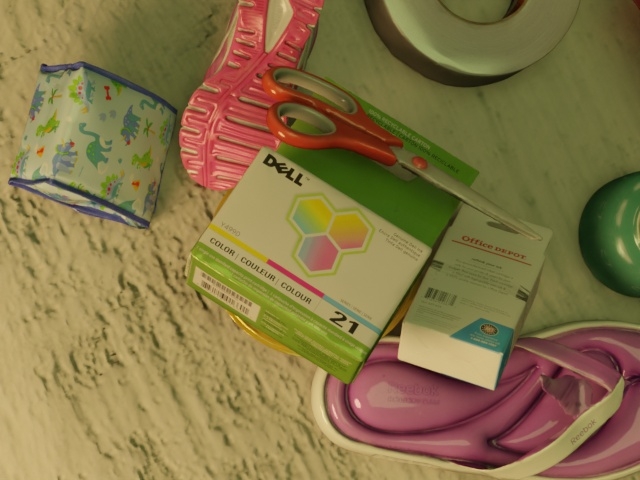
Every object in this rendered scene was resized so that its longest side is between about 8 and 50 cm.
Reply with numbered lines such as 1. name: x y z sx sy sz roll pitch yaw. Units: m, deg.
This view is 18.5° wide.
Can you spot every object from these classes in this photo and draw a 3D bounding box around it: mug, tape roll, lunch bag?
1. mug: 0.353 -0.001 2.015 0.158 0.097 0.129 34 79 -7
2. tape roll: 0.156 -0.271 2.014 0.219 0.072 0.219 1 85 -11
3. lunch bag: -0.212 -0.091 1.909 0.151 0.096 0.129 21 80 -39

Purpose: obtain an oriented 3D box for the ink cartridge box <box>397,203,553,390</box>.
1. ink cartridge box: 0.157 0.054 1.950 0.104 0.060 0.180 18 48 13

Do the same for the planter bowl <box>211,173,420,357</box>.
1. planter bowl: 0.000 0.000 1.923 0.217 0.090 0.217 2 71 -7

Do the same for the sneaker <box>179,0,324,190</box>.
1. sneaker: -0.059 -0.168 1.945 0.103 0.111 0.252 25 103 0

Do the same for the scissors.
1. scissors: 0.079 -0.086 1.860 0.297 0.021 0.109 21 36 -9

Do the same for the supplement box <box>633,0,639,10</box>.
1. supplement box: 0.447 -0.237 1.983 0.191 0.129 0.194 -38 78 21

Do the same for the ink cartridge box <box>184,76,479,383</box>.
1. ink cartridge box: 0.018 -0.026 1.834 0.189 0.097 0.255 32 71 3

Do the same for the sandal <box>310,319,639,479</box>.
1. sandal: 0.201 0.167 1.963 0.416 0.102 0.169 -3 85 -10
